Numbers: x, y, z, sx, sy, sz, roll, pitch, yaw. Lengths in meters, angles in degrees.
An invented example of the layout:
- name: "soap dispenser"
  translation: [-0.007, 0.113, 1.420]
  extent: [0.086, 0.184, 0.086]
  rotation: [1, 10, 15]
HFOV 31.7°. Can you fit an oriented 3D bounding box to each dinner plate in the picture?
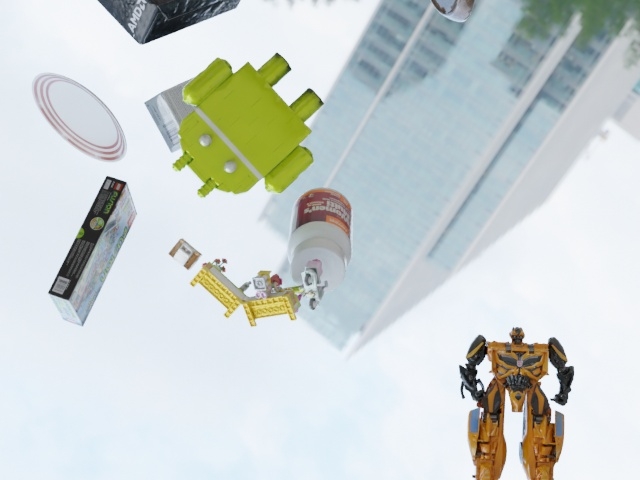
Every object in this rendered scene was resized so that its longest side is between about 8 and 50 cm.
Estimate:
- name: "dinner plate"
  translation: [-0.288, -0.151, 1.365]
  extent: [0.141, 0.141, 0.017]
  rotation: [33, -121, 3]

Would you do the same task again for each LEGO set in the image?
- name: "LEGO set"
  translation: [-0.119, 0.066, 1.973]
  extent: [0.287, 0.132, 0.107]
  rotation: [12, -152, 19]

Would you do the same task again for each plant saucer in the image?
- name: "plant saucer"
  translation: [0.240, -0.498, 2.156]
  extent: [0.029, 0.168, 0.168]
  rotation: [-17, -129, -19]

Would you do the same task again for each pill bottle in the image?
- name: "pill bottle"
  translation: [0.000, 0.000, 2.104]
  extent: [0.121, 0.121, 0.221]
  rotation: [24, -153, -11]

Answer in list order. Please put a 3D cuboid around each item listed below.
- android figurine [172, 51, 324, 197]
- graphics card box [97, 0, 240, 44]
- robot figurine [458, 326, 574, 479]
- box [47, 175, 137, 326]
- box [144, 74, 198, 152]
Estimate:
- name: "android figurine"
  translation: [-0.132, -0.190, 1.946]
  extent: [0.248, 0.273, 0.056]
  rotation: [49, 174, -5]
- name: "graphics card box"
  translation: [-0.308, -0.485, 1.763]
  extent: [0.371, 0.094, 0.233]
  rotation: [48, -136, 10]
- name: "robot figurine"
  translation: [0.356, 0.303, 2.047]
  extent: [0.211, 0.291, 0.085]
  rotation: [1, 180, 3]
- name: "box"
  translation: [-0.344, 0.016, 1.717]
  extent: [0.036, 0.114, 0.207]
  rotation: [19, -112, 8]
- name: "box"
  translation: [-0.286, -0.273, 2.420]
  extent: [0.137, 0.072, 0.126]
  rotation: [-34, -81, -45]
